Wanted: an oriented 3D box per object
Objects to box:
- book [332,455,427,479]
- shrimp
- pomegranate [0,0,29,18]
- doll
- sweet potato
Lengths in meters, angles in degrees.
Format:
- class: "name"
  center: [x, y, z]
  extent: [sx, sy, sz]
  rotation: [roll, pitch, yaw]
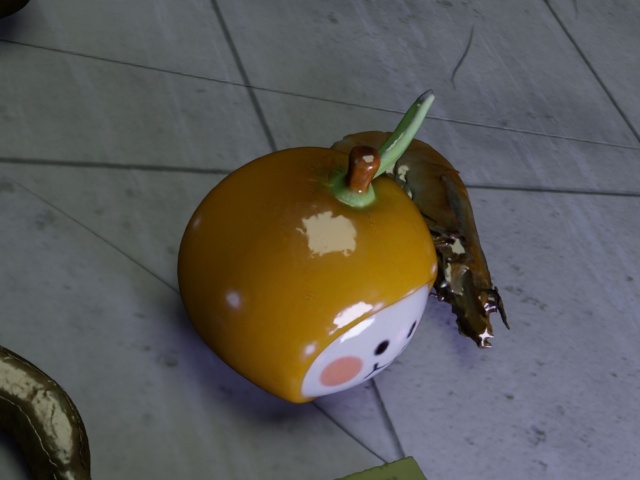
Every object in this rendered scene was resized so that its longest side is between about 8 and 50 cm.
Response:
- class: "book"
  center: [-0.013, 0.286, 0.874]
  extent: [0.352, 0.035, 0.239]
  rotation: [-10, 54, -37]
- class: "shrimp"
  center: [0.083, -0.009, 1.232]
  extent: [0.152, 0.063, 0.287]
  rotation: [4, 41, -22]
- class: "pomegranate"
  center: [-0.353, -0.295, 1.243]
  extent: [0.180, 0.180, 0.209]
  rotation: [-14, 24, -38]
- class: "doll"
  center: [0.000, 0.000, 1.038]
  extent: [0.213, 0.236, 0.213]
  rotation: [15, 38, -12]
- class: "sweet potato"
  center: [-0.239, 0.110, 0.929]
  extent: [0.233, 0.062, 0.081]
  rotation: [33, 55, 3]
